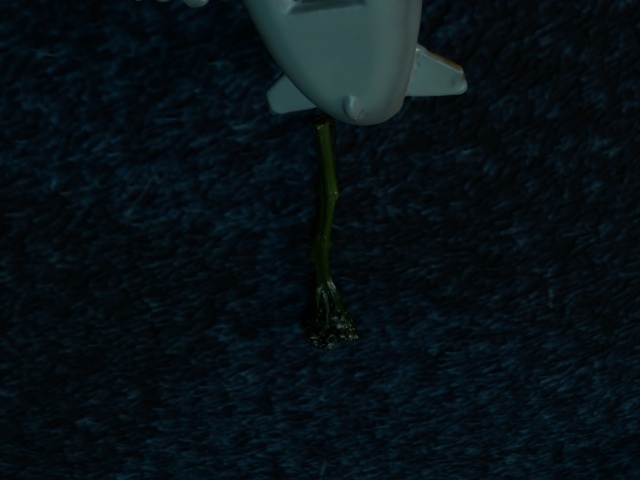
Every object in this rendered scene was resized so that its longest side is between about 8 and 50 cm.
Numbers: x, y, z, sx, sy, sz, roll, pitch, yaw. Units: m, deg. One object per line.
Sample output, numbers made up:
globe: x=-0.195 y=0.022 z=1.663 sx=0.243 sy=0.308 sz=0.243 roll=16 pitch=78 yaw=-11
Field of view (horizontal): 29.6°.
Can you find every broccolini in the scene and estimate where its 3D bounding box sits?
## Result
broccolini: x=0.000 y=-0.001 z=0.877 sx=0.044 sy=0.042 sz=0.218 roll=-8 pitch=130 yaw=-3

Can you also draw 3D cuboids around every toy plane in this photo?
toy plane: x=0.006 y=-0.158 z=0.652 sx=0.245 sy=0.117 sz=0.244 roll=5 pitch=139 yaw=4
